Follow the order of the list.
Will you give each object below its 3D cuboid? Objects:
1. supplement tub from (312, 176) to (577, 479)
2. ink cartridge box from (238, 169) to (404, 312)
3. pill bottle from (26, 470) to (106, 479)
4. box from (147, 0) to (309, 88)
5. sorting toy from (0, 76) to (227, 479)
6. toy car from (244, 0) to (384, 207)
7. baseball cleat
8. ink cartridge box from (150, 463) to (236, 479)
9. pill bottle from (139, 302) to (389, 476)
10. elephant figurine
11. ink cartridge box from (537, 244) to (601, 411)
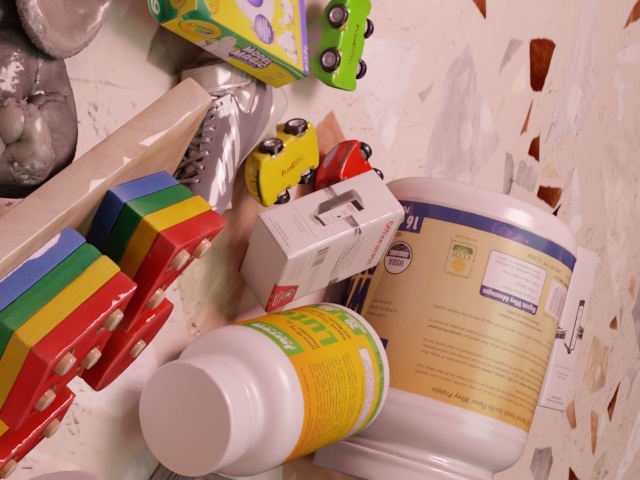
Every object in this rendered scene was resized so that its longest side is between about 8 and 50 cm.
[{"bbox_3d":[0.127,0.113,1.516,0.228,0.228,0.316,32,72,-58],"label":"supplement tub"},{"bbox_3d":[0.000,0.000,1.355,0.135,0.056,0.099,-22,155,-29],"label":"ink cartridge box"},{"bbox_3d":[-0.195,0.300,1.156,0.119,0.119,0.208,-45,136,-43],"label":"pill bottle"},{"bbox_3d":[-0.079,-0.208,1.201,0.179,0.043,0.105,21,58,-49],"label":"box"},{"bbox_3d":[-0.173,0.049,1.000,0.255,0.089,0.257,-45,173,-43],"label":"sorting toy"},{"bbox_3d":[0.002,-0.134,1.399,0.239,0.053,0.225,9,92,-60],"label":"toy car"},{"bbox_3d":[-0.105,-0.086,1.240,0.109,0.072,0.206,56,47,-33],"label":"baseball cleat"},{"bbox_3d":[-0.043,0.343,1.377,0.065,0.165,0.333,-57,144,-33],"label":"ink cartridge box"},{"bbox_3d":[-0.051,0.139,1.319,0.245,0.136,0.136,-11,109,-58],"label":"pill bottle"},{"bbox_3d":[-0.218,-0.154,0.930,0.186,0.169,0.239,167,-71,-76],"label":"elephant figurine"},{"bbox_3d":[0.248,0.096,1.789,0.086,0.148,0.203,20,82,-57],"label":"ink cartridge box"}]
